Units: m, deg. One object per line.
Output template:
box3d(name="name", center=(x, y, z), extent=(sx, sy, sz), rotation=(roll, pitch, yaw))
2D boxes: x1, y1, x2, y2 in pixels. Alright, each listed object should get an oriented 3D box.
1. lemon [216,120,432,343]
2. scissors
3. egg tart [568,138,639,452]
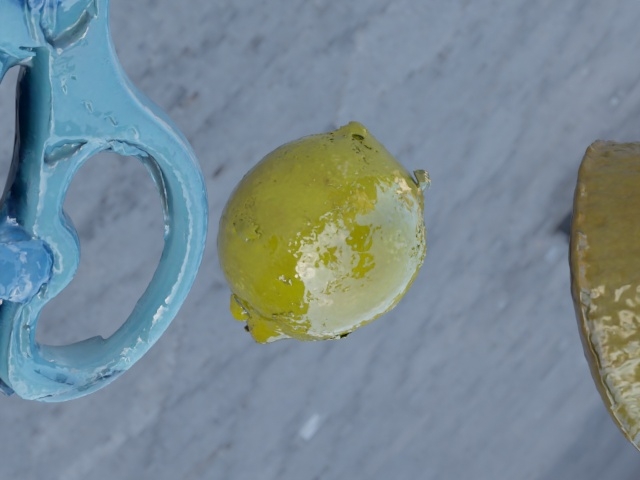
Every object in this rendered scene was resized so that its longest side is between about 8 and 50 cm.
box3d(name="lemon", center=(0.000, 0.000, 1.426), extent=(0.206, 0.173, 0.173), rotation=(-51, 164, -3))
box3d(name="scissors", center=(-0.096, -0.084, 0.579), extent=(0.180, 0.032, 0.393), rotation=(-4, 127, -33))
box3d(name="egg tart", center=(0.249, 0.030, 1.045), extent=(0.171, 0.215, 0.215), rotation=(-11, -177, 29))
